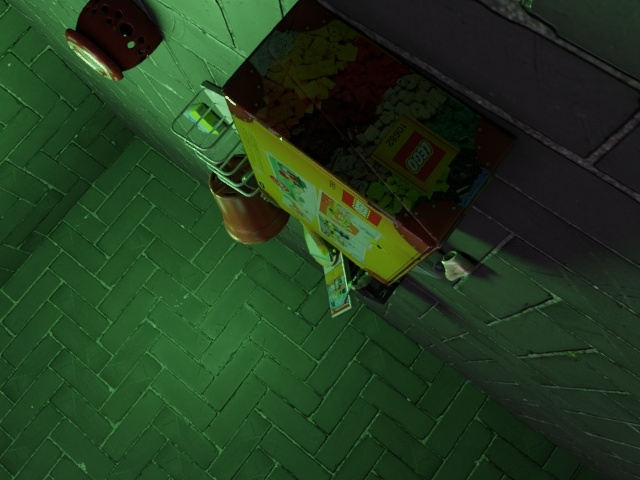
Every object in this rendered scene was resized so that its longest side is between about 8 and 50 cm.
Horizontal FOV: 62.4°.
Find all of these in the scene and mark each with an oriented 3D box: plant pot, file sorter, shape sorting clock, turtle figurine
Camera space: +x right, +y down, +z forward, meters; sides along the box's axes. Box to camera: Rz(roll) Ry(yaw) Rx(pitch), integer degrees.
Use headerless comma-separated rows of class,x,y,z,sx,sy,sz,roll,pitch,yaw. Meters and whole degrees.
plant pot,-0.275,-0.166,1.978,0.272,0.272,0.265,33,163,27
plant pot,-0.538,-0.524,1.369,0.191,0.174,0.191,34,171,6
file sorter,-0.261,-0.280,1.529,0.193,0.173,0.277,33,171,30
shape sorting clock,0.000,0.000,1.986,0.206,0.040,0.206,41,144,38
turtle figurine,0.101,0.052,1.666,0.275,0.197,0.266,-2,133,50

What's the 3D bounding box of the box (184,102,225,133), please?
box,-0.399,-0.415,1.809,0.109,0.042,0.178,43,170,-27

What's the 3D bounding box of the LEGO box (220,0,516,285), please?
LEGO box,0.062,-0.123,0.955,0.373,0.193,0.500,37,171,6

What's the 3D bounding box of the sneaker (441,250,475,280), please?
sneaker,0.331,0.060,1.322,0.070,0.051,0.134,39,168,0

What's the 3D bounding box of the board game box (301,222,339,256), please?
board game box,-0.025,-0.052,1.837,0.259,0.039,0.124,54,-165,2

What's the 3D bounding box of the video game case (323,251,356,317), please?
video game case,0.062,0.132,1.982,0.025,0.284,0.204,-3,163,-20

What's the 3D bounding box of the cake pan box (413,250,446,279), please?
cake pan box,0.191,0.010,1.449,0.267,0.070,0.246,31,176,-21

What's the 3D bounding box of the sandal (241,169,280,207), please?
sandal,-0.155,-0.176,1.807,0.086,0.120,0.303,61,-167,27

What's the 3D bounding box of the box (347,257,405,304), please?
box,0.171,0.125,2.010,0.163,0.142,0.247,41,171,-20
